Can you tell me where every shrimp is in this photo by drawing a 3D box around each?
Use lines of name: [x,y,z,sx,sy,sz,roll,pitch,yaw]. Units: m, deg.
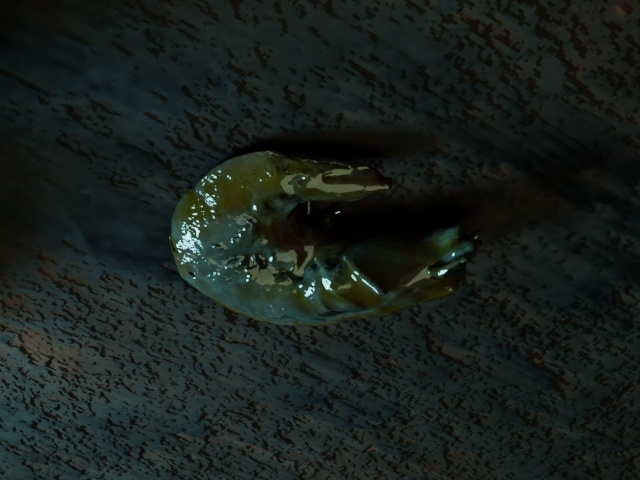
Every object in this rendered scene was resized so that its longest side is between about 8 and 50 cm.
shrimp: [0.000,0.004,0.690,0.187,0.052,0.132,-8,143,22]
